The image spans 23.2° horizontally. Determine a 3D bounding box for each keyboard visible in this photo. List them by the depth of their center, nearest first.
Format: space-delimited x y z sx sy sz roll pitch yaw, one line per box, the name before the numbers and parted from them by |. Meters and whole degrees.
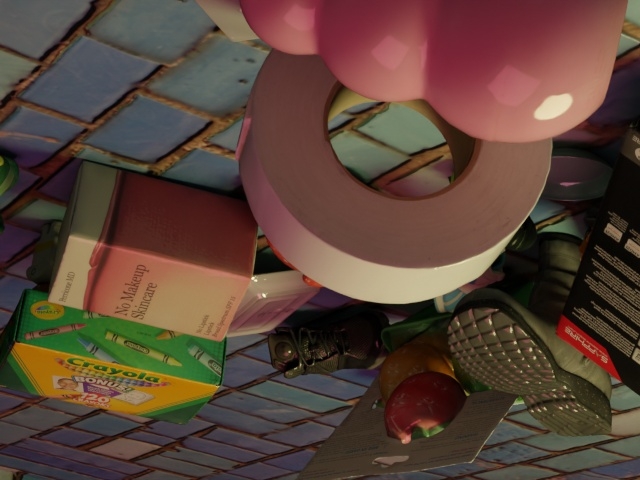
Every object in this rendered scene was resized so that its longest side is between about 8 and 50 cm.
keyboard | -0.108 -0.254 1.467 0.072 0.014 0.256 1 158 26

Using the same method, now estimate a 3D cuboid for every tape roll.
tape roll | 0.067 -0.088 1.463 0.286 0.286 0.100 9 159 -6

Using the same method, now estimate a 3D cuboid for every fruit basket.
fruit basket | 0.168 0.213 2.100 0.327 0.353 0.165 -17 117 43

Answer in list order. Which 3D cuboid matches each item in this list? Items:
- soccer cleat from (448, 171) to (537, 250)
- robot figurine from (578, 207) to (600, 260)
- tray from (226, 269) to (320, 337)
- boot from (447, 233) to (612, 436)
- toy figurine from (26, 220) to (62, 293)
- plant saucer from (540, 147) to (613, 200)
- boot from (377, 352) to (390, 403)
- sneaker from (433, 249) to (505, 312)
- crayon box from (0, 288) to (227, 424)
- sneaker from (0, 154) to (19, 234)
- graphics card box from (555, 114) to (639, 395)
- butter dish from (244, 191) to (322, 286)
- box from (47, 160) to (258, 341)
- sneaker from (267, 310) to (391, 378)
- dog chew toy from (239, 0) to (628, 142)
soccer cleat | 0.220 -0.037 1.851 0.072 0.060 0.179 -14 148 34
robot figurine | 0.429 0.063 1.861 0.291 0.085 0.211 29 167 33
tray | -0.083 0.095 2.237 0.145 0.030 0.270 -7 165 -24
boot | 0.270 0.083 1.932 0.118 0.223 0.338 -6 148 32
toy figurine | -0.299 0.077 2.154 0.213 0.148 0.209 6 158 3
plant saucer | 0.280 -0.078 1.778 0.119 0.021 0.119 6 157 2
boot | 0.208 0.213 2.479 0.206 0.090 0.248 -3 158 -10
sneaker | 0.191 0.037 2.005 0.092 0.087 0.229 1 160 5
crayon box | -0.282 0.158 2.074 0.278 0.081 0.165 14 151 -16
sneaker | -0.466 -0.008 1.970 0.123 0.109 0.295 8 141 -34
graphics card box | 0.398 0.037 1.666 0.233 0.094 0.371 38 149 22
butter dish | 0.000 0.000 1.920 0.160 0.118 0.160 -4 157 24
box | -0.208 0.016 1.950 0.232 0.127 0.149 13 139 -12
sneaker | 0.008 0.160 2.326 0.130 0.087 0.227 -6 173 -36
dog chew toy | 0.085 -0.201 1.311 0.331 0.207 0.206 13 159 6
